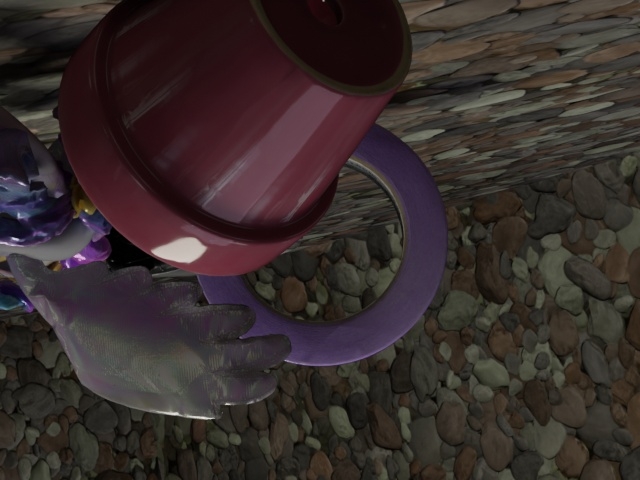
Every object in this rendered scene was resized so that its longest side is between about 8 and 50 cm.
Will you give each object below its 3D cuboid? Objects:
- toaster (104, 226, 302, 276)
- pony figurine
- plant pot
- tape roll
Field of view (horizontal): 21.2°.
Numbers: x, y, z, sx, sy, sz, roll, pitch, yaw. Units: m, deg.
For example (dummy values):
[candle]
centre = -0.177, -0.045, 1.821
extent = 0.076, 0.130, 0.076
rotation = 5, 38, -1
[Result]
[toaster]
centre = -0.114, -0.048, 1.567
extent = 0.168, 0.185, 0.110
rotation = -15, 170, 34
[pony figurine]
centre = -0.220, -0.022, 1.350
extent = 0.351, 0.302, 0.363
rotation = -1, 168, 25
[plant pot]
centre = -0.044, -0.103, 1.119
extent = 0.201, 0.201, 0.180
rotation = -7, 158, -42
[tape roll]
centre = 0.000, 0.000, 1.865
extent = 0.275, 0.274, 0.090
rotation = -11, 174, 0
